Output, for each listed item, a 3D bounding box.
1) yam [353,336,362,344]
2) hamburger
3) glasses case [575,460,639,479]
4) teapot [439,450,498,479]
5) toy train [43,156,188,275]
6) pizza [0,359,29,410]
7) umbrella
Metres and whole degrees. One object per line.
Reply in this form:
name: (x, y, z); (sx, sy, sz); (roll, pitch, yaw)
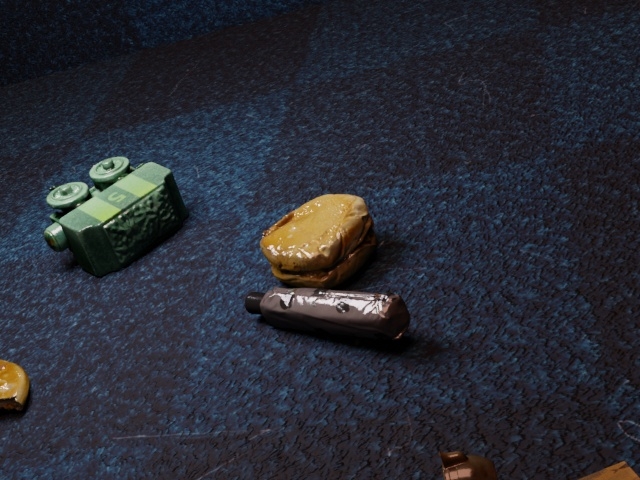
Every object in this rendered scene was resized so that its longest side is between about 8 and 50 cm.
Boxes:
yam: (0.079, 0.136, 1.534); (0.014, 0.014, 0.107); (1, 37, 31)
hamburger: (0.001, 0.000, 1.705); (0.213, 0.108, 0.214); (-15, 29, 9)
glasses case: (0.298, 0.319, 1.087); (0.170, 0.041, 0.064); (-22, 19, -2)
teapot: (0.181, 0.289, 1.173); (0.080, 0.085, 0.110); (-14, 11, 7)
toy train: (-0.452, -0.065, 2.027); (0.238, 0.167, 0.299); (22, 51, 42)
pizza: (-0.588, 0.275, 1.674); (0.131, 0.041, 0.178); (-36, 34, -30)
umbrella: (0.001, 0.116, 1.539); (0.337, 0.073, 0.067); (1, 30, 42)
